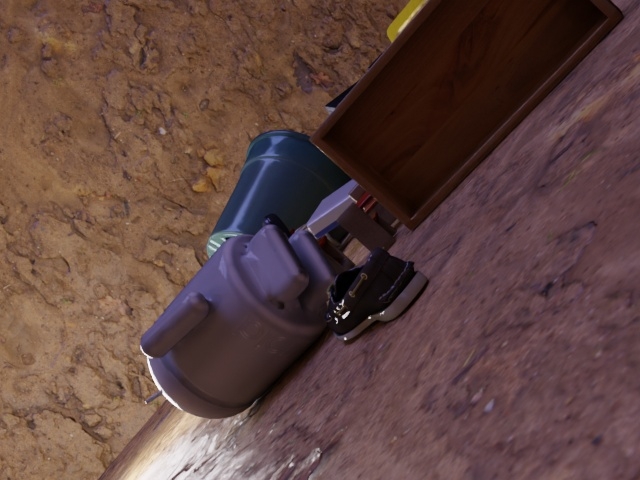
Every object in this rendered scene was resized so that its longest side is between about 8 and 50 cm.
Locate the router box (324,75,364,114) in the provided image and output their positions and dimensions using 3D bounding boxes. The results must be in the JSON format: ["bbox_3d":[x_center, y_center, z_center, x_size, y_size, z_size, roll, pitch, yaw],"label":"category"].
[{"bbox_3d":[0.180,-0.317,1.902,0.243,0.081,0.309,-39,24,-12],"label":"router box"}]

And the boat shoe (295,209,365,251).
[{"bbox_3d":[0.000,0.000,1.965,0.302,0.109,0.098,-44,2,-8],"label":"boat shoe"}]

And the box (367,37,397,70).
[{"bbox_3d":[0.273,-0.410,1.717,0.322,0.079,0.257,-47,25,-9],"label":"box"}]

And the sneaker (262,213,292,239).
[{"bbox_3d":[-0.077,0.066,1.447,0.098,0.224,0.083,-25,35,-16],"label":"sneaker"}]

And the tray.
[{"bbox_3d":[0.192,-0.227,1.236,0.411,0.203,0.076,-47,3,25],"label":"tray"}]

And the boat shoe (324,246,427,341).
[{"bbox_3d":[0.048,0.060,1.036,0.081,0.068,0.228,-50,4,-24],"label":"boat shoe"}]

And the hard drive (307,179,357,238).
[{"bbox_3d":[0.125,-0.131,1.791,0.318,0.040,0.210,-35,8,18],"label":"hard drive"}]

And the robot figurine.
[{"bbox_3d":[-0.128,0.132,1.342,0.299,0.200,0.353,12,-51,-47],"label":"robot figurine"}]

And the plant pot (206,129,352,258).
[{"bbox_3d":[-0.113,-0.052,2.321,0.341,0.341,0.334,-44,14,55],"label":"plant pot"}]

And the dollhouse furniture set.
[{"bbox_3d":[0.058,-0.048,1.503,0.259,0.135,0.262,-48,4,14],"label":"dollhouse furniture set"}]

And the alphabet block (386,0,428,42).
[{"bbox_3d":[0.312,-0.489,2.103,0.197,0.192,0.193,-12,-23,-38],"label":"alphabet block"}]
